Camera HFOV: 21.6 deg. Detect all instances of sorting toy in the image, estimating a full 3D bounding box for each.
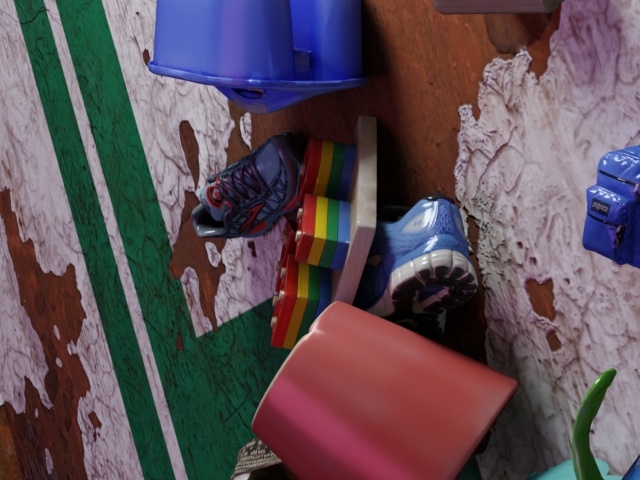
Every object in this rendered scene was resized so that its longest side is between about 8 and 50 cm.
[{"bbox_3d":[0.000,0.000,2.196,0.255,0.089,0.257,-87,10,-53],"label":"sorting toy"}]

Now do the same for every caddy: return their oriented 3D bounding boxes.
[{"bbox_3d":[-0.085,-0.258,2.230,0.341,0.241,0.179,19,109,56],"label":"caddy"}]

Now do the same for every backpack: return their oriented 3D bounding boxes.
[{"bbox_3d":[0.331,-0.037,1.756,0.098,0.101,0.120,26,118,45],"label":"backpack"}]

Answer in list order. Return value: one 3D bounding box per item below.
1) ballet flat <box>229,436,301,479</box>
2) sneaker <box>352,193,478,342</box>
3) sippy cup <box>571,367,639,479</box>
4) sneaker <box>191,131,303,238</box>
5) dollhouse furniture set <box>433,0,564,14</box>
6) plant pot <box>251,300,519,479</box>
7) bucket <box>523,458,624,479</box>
[{"bbox_3d":[-0.035,0.356,2.384,0.164,0.182,0.483,49,148,-8],"label":"ballet flat"},{"bbox_3d":[0.114,0.039,2.139,0.330,0.130,0.147,131,145,-60],"label":"sneaker"},{"bbox_3d":[0.411,0.222,1.610,0.240,0.305,0.224,-104,27,-69],"label":"sippy cup"},{"bbox_3d":[-0.108,-0.065,2.436,0.262,0.125,0.104,-49,59,53],"label":"sneaker"},{"bbox_3d":[0.185,-0.447,1.592,0.362,0.256,0.394,11,129,57],"label":"dollhouse furniture set"},{"bbox_3d":[0.067,0.218,2.025,0.243,0.275,0.275,33,135,9],"label":"plant pot"},{"bbox_3d":[0.268,0.403,1.920,0.281,0.183,0.281,26,122,53],"label":"bucket"}]
